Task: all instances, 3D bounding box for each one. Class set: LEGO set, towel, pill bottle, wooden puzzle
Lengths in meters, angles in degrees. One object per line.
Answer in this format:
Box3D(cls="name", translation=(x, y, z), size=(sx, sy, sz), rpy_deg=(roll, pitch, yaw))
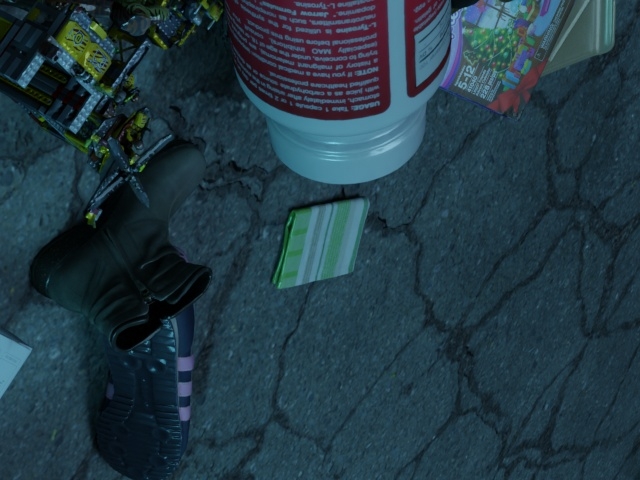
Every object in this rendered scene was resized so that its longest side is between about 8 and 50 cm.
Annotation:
Box3D(cls="LEGO set", translation=(-0.196, -0.188, 1.375), size=(0.255, 0.192, 0.331), rpy_deg=(-52, 147, -15))
Box3D(cls="towel", translation=(0.000, 0.000, 1.969), size=(0.152, 0.023, 0.113), rpy_deg=(-10, 120, -49))
Box3D(cls="pill bottle", translation=(0.016, -0.254, 1.510), size=(0.229, 0.229, 0.408), rpy_deg=(-43, 149, -27))
Box3D(cls="wooden puzzle", translation=(0.298, -0.329, 2.059), size=(0.238, 0.044, 0.221), rpy_deg=(-20, 122, -26))

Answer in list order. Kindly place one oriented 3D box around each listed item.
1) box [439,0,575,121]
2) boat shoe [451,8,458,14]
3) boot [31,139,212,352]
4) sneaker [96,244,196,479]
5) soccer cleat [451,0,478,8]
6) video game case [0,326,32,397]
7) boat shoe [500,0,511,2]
Box3D(cls="box", translation=(0.231, -0.320, 1.943), size=(0.201, 0.057, 0.293), rpy_deg=(19, 99, -34))
Box3D(cls="boat shoe", translation=(0.125, -0.291, 1.823), size=(0.080, 0.073, 0.223), rpy_deg=(48, 66, -29))
Box3D(cls="boot", translation=(-0.168, 0.010, 1.598), size=(0.246, 0.161, 0.083), rpy_deg=(-45, 145, -24))
Box3D(cls="sneaker", translation=(-0.185, 0.145, 1.742), size=(0.131, 0.112, 0.319), rpy_deg=(-67, 172, -47))
Box3D(cls="soccer cleat", translation=(0.078, -0.394, 1.617), size=(0.331, 0.116, 0.143), rpy_deg=(47, 52, -24))
Box3D(cls="video game case", translation=(-0.430, 0.167, 1.441), size=(0.269, 0.061, 0.244), rpy_deg=(-58, 150, -7))
Box3D(cls="boat shoe", translation=(0.257, -0.372, 1.867), size=(0.178, 0.060, 0.064), rpy_deg=(-56, 145, -2))
